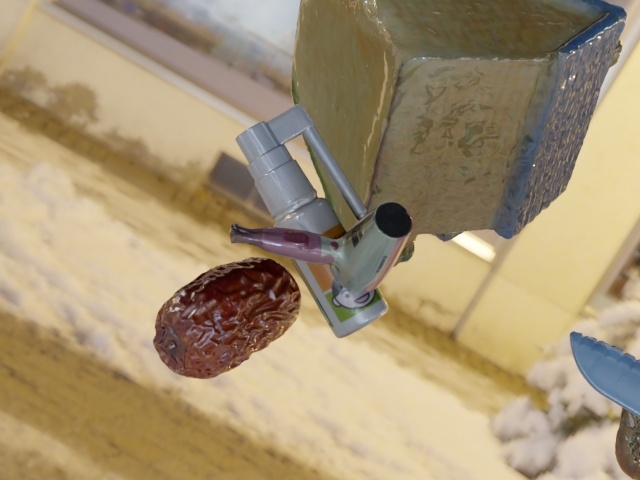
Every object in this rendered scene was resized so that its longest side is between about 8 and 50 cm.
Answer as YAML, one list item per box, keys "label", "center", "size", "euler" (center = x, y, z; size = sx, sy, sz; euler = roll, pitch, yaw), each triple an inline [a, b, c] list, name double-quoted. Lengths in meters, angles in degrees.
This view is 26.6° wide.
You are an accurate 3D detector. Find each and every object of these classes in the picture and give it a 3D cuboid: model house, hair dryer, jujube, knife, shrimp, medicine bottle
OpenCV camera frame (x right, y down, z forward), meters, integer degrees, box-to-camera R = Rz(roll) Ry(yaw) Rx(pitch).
- label: "model house"
  center: [0.175, -0.206, 1.735]
  size: [0.342, 0.335, 0.382]
  euler: [-5, 43, -17]
- label: "hair dryer"
  center: [-0.004, 0.003, 1.193]
  size: [0.154, 0.054, 0.106]
  euler: [2, -26, -13]
- label: "jujube"
  center: [-0.097, 0.078, 1.443]
  size: [0.112, 0.109, 0.176]
  euler: [-2, 20, 45]
- label: "knife"
  center: [0.302, 0.151, 0.968]
  size: [0.313, 0.044, 0.019]
  euler: [31, -17, -11]
- label: "shrimp"
  center: [0.368, 0.209, 1.535]
  size: [0.025, 0.127, 0.091]
  euler: [4, -9, -33]
- label: "medicine bottle"
  center: [0.001, -0.021, 1.316]
  size: [0.221, 0.092, 0.061]
  euler: [59, -6, 1]
